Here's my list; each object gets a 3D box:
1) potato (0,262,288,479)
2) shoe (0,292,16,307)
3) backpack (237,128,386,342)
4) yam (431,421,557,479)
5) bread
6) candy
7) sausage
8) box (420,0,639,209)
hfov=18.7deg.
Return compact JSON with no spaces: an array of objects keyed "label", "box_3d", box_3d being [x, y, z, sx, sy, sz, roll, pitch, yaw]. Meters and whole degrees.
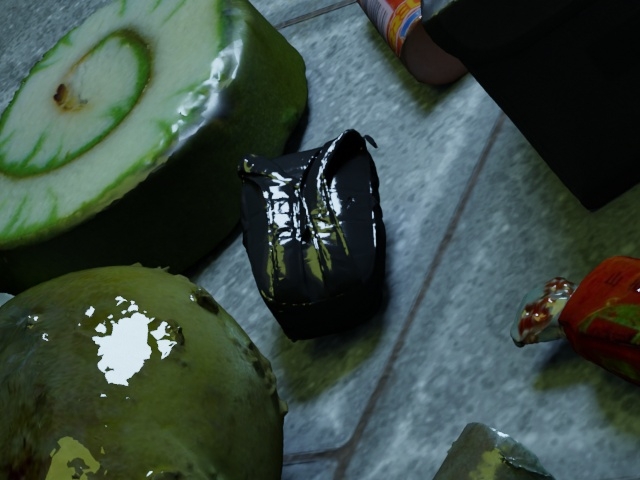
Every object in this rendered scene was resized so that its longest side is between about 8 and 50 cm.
[{"label":"potato","box_3d":[-0.141,0.174,1.372,0.270,0.219,0.359,-45,33,16]},{"label":"shoe","box_3d":[-0.355,0.118,1.831,0.363,0.132,0.160,14,66,54]},{"label":"backpack","box_3d":[-0.003,0.002,1.551,0.120,0.106,0.165,-11,53,12]},{"label":"yam","box_3d":[0.056,0.232,1.160,0.259,0.093,0.093,-53,29,-19]},{"label":"bread","box_3d":[-0.190,-0.088,1.889,0.382,0.129,0.366,-39,32,4]},{"label":"candy","box_3d":[0.220,0.059,1.224,0.086,0.059,0.292,-47,28,-15]},{"label":"sausage","box_3d":[0.076,-0.221,1.802,0.074,0.074,0.274,-40,26,6]},{"label":"box","box_3d":[0.258,-0.239,1.442,0.345,0.204,0.251,-34,28,16]}]
